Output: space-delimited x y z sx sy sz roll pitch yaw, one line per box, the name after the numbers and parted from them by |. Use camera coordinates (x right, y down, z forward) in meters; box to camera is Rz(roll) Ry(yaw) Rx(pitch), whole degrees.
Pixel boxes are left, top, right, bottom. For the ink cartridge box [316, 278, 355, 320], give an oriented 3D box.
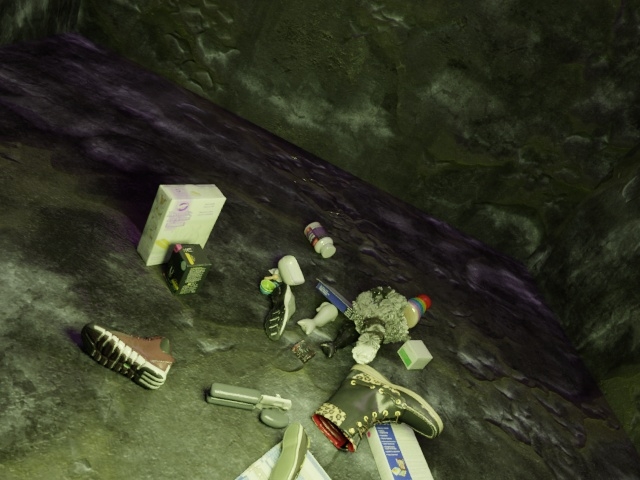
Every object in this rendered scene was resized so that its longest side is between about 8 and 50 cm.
0.083 0.274 1.963 0.223 0.045 0.224 40 0 29 | ink cartridge box

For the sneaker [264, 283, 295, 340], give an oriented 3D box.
-0.148 0.296 1.779 0.108 0.100 0.271 53 27 -29 | sneaker

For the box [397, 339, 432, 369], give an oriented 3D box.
0.428 0.518 1.991 0.102 0.087 0.101 10 35 -35 | box

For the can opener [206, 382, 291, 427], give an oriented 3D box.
-0.219 0.515 1.387 0.281 0.074 0.093 22 31 -17 | can opener

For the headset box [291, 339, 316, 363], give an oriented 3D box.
-0.068 0.430 1.709 0.083 0.032 0.062 44 31 19 | headset box

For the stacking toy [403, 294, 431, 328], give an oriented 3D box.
0.493 0.355 2.287 0.141 0.141 0.330 44 25 21 | stacking toy

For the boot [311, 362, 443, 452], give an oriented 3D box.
0.185 0.598 1.476 0.378 0.138 0.284 30 41 30 | boot

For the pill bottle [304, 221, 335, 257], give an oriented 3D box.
0.000 0.000 2.366 0.108 0.108 0.193 3 39 -42 | pill bottle

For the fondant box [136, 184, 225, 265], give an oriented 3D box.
-0.543 -0.062 1.709 0.238 0.330 0.096 -9 48 -49 | fondant box

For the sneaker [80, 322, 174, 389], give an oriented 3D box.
-0.572 0.321 1.342 0.281 0.106 0.162 40 23 -7 | sneaker

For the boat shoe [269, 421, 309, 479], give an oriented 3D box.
-0.080 0.635 1.257 0.068 0.081 0.227 56 26 -19 | boat shoe

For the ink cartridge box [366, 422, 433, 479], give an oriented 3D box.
0.268 0.737 1.520 0.176 0.069 0.370 14 36 -28 | ink cartridge box

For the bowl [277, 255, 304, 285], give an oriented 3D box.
-0.140 0.143 2.012 0.141 0.053 0.142 67 19 8 | bowl

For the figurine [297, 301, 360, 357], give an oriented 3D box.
0.027 0.376 1.838 0.215 0.092 0.210 42 34 20 | figurine

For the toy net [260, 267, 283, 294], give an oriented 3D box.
-0.193 0.184 1.959 0.122 0.045 0.232 29 29 -4 | toy net

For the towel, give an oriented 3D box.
-0.105 0.701 1.250 0.209 0.034 0.285 44 31 21 | towel

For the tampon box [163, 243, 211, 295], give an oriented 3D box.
-0.504 0.109 1.656 0.102 0.161 0.120 -1 42 -45 | tampon box

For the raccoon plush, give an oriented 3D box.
0.226 0.405 1.813 0.216 0.299 0.446 9 37 33 | raccoon plush
